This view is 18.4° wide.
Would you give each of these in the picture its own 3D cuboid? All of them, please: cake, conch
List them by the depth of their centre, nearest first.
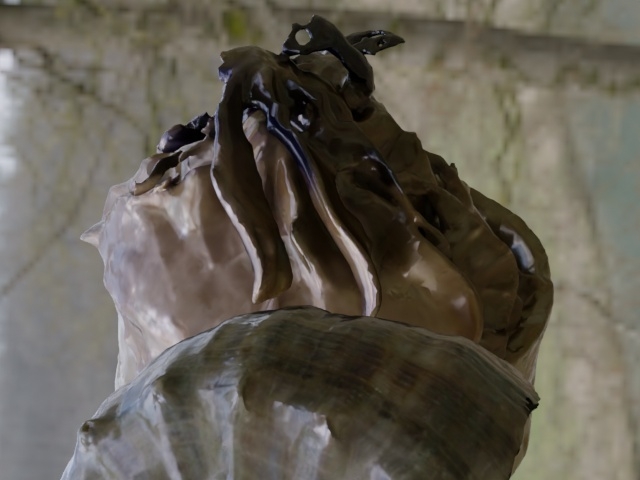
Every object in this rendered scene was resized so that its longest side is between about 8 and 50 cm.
[{"bbox_3d":[-0.028,0.108,0.897,0.210,0.159,0.291,-49,6,39],"label":"conch"},{"bbox_3d":[0.009,0.001,1.365,0.332,0.332,0.321,-82,-3,-56],"label":"cake"}]
